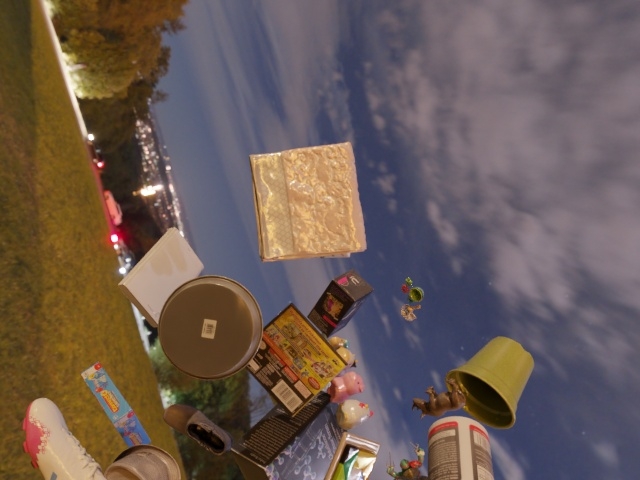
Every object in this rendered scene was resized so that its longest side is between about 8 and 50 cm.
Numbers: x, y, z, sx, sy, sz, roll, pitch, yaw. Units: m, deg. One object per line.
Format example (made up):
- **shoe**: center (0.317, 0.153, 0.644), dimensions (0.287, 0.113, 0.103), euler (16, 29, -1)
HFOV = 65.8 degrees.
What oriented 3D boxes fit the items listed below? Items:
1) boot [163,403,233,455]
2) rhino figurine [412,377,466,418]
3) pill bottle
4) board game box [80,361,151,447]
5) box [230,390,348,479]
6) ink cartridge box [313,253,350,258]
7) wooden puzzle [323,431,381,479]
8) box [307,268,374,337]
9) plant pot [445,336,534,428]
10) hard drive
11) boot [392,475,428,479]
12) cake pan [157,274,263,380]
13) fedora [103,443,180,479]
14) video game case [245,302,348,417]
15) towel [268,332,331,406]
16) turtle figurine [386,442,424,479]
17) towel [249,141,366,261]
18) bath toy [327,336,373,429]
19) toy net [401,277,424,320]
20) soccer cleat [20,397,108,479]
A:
- **boot**: center (-0.512, 0.758, 2.018), dimensions (0.222, 0.339, 0.118), euler (87, 26, -68)
- **rhino figurine**: center (0.427, 0.592, 1.819), dimensions (0.243, 0.073, 0.106), euler (-37, -105, 37)
- **pill bottle**: center (0.380, 0.657, 1.340), dimensions (0.318, 0.177, 0.176), euler (-70, 157, -57)
- **board game box**: center (-0.874, 0.720, 2.120), dimensions (0.302, 0.086, 0.308), euler (37, -34, 32)
- **box**: center (-0.097, 0.808, 1.919), dimensions (0.212, 0.396, 0.293), euler (5, -59, 45)
- **ink cartridge box**: center (0.000, 0.000, 1.853), dimensions (0.148, 0.203, 0.085), euler (53, 40, -54)
- **wooden puzzle**: center (0.095, 0.712, 1.510), dimensions (0.044, 0.220, 0.239), euler (13, -17, 41)
- **box**: center (0.086, 0.282, 2.218), dimensions (0.143, 0.165, 0.270), euler (45, -55, 18)
- **plant pot**: center (0.653, 0.506, 1.843), dimensions (0.276, 0.254, 0.275), euler (35, -33, 27)
- **hard drive**: center (-0.554, 0.125, 1.757), dimensions (0.202, 0.040, 0.307), euler (61, 36, -29)
- **boot**: center (0.275, 0.899, 1.713), dimensions (0.083, 0.161, 0.246), euler (54, -42, 11)
- **cake pan**: center (-0.307, 0.242, 1.363), dimensions (0.054, 0.294, 0.292), euler (115, -42, -85)
- **fedora**: center (-0.636, 0.835, 1.699), dimensions (0.124, 0.276, 0.243), euler (55, 51, -68)
- **video game case**: center (-0.093, 0.384, 1.598), dimensions (0.275, 0.248, 0.035), euler (48, -6, 0)
- **towel**: center (-0.077, 0.586, 2.127), dimensions (0.090, 0.321, 0.374), euler (44, -22, 39)
- **turtle figurine**: center (0.361, 0.947, 2.033), dimensions (0.118, 0.176, 0.234), euler (-99, 167, -65)
- **towel**: center (-0.038, -0.113, 1.459), dimensions (0.053, 0.318, 0.331), euler (144, -62, -83)
- **bath toy**: center (0.096, 0.517, 1.801), dimensions (0.348, 0.129, 0.151), euler (-111, -147, -48)
- **toy net**: center (0.407, 0.288, 2.292), dimensions (0.122, 0.045, 0.232), euler (34, -47, 28)
- **soccer cleat**: center (-0.559, 0.507, 1.116), dimensions (0.116, 0.143, 0.330), euler (162, -85, -88)
